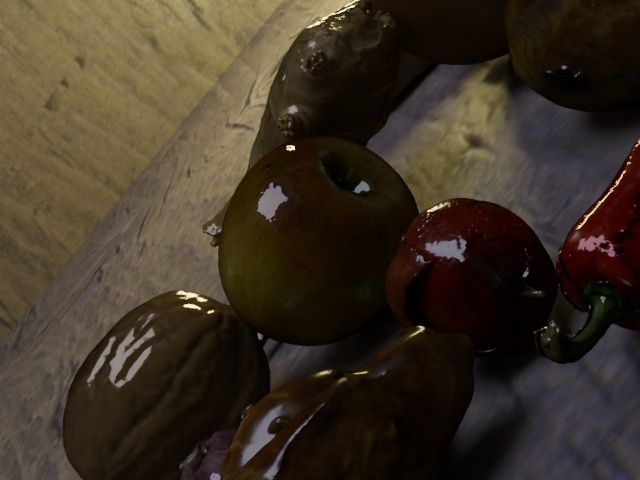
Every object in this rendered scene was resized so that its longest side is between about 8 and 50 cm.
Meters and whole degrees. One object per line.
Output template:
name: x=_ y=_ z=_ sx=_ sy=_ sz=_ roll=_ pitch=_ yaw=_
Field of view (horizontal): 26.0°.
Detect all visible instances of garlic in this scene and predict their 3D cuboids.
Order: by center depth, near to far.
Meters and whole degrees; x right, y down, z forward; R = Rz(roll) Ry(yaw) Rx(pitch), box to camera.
garlic: x=-0.103 y=0.259 z=1.429 sx=0.159 sy=0.102 sz=0.147 roll=-24 pitch=32 yaw=58

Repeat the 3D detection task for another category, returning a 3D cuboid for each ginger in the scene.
ginger: x=-0.032 y=0.255 z=1.137 sx=0.418 sy=0.176 sz=0.254 roll=-56 pitch=9 yaw=-25
ginger: x=-0.020 y=-0.140 z=1.717 sx=0.375 sy=0.166 sz=0.236 roll=-42 pitch=15 yaw=46

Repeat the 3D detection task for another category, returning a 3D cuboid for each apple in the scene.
apple: x=-0.008 y=0.003 z=1.537 sx=0.237 sy=0.237 sz=0.207 roll=-74 pitch=10 yaw=-54

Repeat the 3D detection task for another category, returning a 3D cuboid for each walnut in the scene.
walnut: x=-0.172 y=0.179 z=1.579 sx=0.261 sy=0.225 sz=0.225 roll=-51 pitch=16 yaw=-7

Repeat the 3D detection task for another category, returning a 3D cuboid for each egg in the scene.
egg: x=0.178 y=-0.367 z=1.741 sx=0.282 sy=0.282 sz=0.351 roll=-42 pitch=7 yaw=26

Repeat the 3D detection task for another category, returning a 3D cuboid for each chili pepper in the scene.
chili pepper: x=0.274 y=-0.035 z=1.081 sx=0.387 sy=0.110 sz=0.110 roll=-52 pitch=15 yaw=-25

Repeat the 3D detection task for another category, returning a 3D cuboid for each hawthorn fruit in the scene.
hawthorn fruit: x=0.141 y=0.038 z=1.217 sx=0.148 sy=0.148 sz=0.172 roll=-54 pitch=35 yaw=-12

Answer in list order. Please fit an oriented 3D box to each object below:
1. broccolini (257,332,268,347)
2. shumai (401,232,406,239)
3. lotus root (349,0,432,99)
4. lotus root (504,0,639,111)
broccolini: x=-0.122 y=0.192 z=1.739 sx=0.203 sy=0.068 sz=0.091 roll=-42 pitch=28 yaw=-10
shumai: x=0.117 y=0.022 z=1.390 sx=0.123 sy=0.087 sz=0.099 roll=-55 pitch=18 yaw=-11
lotus root: x=0.138 y=-0.347 z=2.132 sx=0.390 sy=0.111 sz=0.374 roll=-25 pitch=35 yaw=54
lotus root: x=0.292 y=-0.219 z=1.339 sx=0.291 sy=0.193 sz=0.193 roll=-21 pitch=33 yaw=55
